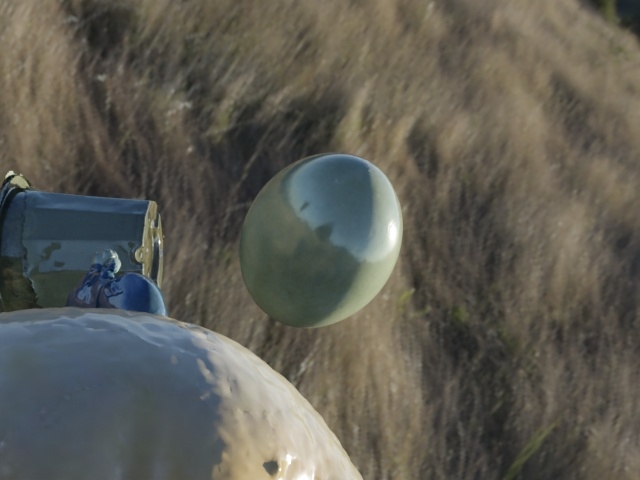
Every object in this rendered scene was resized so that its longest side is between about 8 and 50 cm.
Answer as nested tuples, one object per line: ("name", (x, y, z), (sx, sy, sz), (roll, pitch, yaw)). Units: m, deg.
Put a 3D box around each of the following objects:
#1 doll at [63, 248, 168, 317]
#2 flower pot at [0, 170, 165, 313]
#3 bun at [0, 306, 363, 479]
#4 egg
("doll", (-0.140, 0.053, 0.750), (0.083, 0.076, 0.050), (15, 31, 38))
("flower pot", (-0.411, 0.027, 1.813), (0.259, 0.290, 0.290), (1, 28, 2))
("bun", (-0.094, 0.177, 0.413), (0.299, 0.299, 0.165), (26, -2, -23))
("egg", (0.000, 0.000, 1.268), (0.186, 0.253, 0.186), (14, 49, -17))
